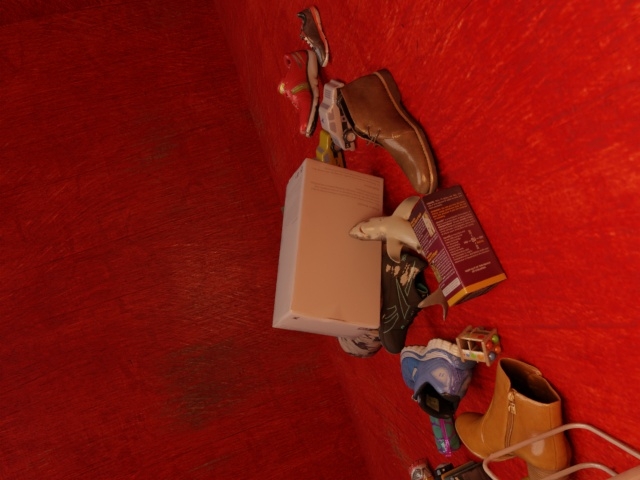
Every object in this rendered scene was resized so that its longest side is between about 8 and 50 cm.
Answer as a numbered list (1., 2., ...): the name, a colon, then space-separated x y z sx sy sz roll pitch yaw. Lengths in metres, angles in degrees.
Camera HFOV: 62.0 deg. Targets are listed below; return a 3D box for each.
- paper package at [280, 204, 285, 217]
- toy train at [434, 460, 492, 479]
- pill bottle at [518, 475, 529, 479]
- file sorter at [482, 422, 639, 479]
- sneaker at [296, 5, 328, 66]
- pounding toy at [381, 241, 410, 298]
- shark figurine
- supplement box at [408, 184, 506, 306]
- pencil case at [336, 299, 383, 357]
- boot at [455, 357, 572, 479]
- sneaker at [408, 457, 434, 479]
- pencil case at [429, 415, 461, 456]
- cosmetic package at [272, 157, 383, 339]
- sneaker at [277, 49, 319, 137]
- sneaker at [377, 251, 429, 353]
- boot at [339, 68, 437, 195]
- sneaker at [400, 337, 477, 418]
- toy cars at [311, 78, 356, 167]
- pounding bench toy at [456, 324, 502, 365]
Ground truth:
1. paper package: 0.000 0.000 1.915 0.309 0.168 0.324 -178 71 -77
2. toy train: 0.379 0.688 1.260 0.190 0.142 0.333 108 143 -57
3. pill bottle: 0.370 0.465 0.957 0.065 0.117 0.065 161 90 -79
4. file sorter: 0.366 0.426 0.725 0.173 0.193 0.277 -171 63 -81
5. sneaker: -0.024 -0.537 1.419 0.061 0.065 0.157 -169 62 -78
6. pounding toy: 0.163 0.047 1.346 0.130 0.100 0.141 -125 21 -59
7. shark figurine: 0.214 0.024 1.157 0.278 0.166 0.116 47 -175 25
8. supplement box: 0.240 0.011 0.955 0.104 0.081 0.188 101 149 -69
9. pencil case: 0.140 0.242 1.629 0.183 0.160 0.410 53 164 16
10. boot: 0.335 0.305 0.962 0.295 0.104 0.211 -157 55 -69
11. sneaker: 0.344 0.841 1.784 0.092 0.088 0.225 -128 22 -57
12. pencil case: 0.316 0.474 1.381 0.070 0.065 0.151 -47 -59 -74
13. cosmetic package: 0.022 0.023 1.259 0.156 0.217 0.384 138 142 -61
14. sneaker: -0.064 -0.417 1.523 0.107 0.119 0.278 95 172 -71
15. sneaker: 0.196 0.155 1.257 0.101 0.106 0.267 -37 -50 -57
16. boot: 0.132 -0.205 1.063 0.112 0.115 0.305 97 152 -62
17. sneaker: 0.242 0.314 1.186 0.330 0.130 0.147 102 -173 -70
18. toy cars: 0.026 -0.286 1.522 0.393 0.087 0.176 97 152 -66
19. pounding bench toy: 0.309 0.189 1.002 0.065 0.083 0.052 -1 112 46
